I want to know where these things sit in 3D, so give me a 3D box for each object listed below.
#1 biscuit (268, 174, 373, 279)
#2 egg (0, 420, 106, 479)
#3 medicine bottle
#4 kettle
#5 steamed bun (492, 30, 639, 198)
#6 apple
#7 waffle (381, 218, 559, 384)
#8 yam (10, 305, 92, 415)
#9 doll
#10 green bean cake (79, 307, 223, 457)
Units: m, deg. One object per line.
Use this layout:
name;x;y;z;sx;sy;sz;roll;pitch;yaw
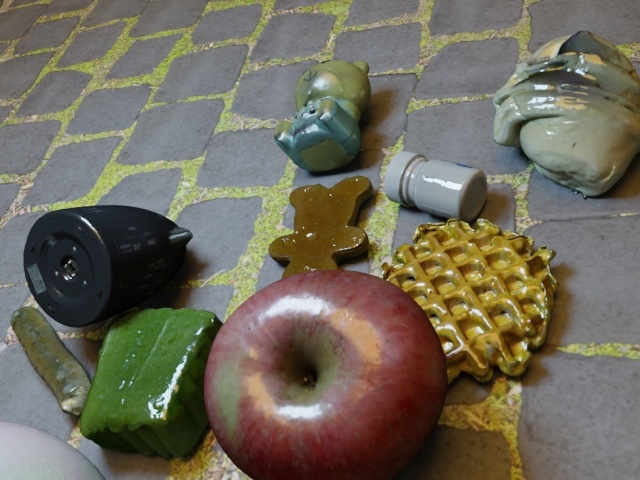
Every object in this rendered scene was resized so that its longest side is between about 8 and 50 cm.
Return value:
biscuit;0.000;0.000;1.322;0.196;0.049;0.302;-9;46;21
egg;-0.486;0.398;0.937;0.354;0.340;0.355;-10;46;11
medicine bottle;0.213;-0.100;1.289;0.168;0.105;0.105;20;58;35
kettle;-0.399;0.034;1.327;0.268;0.207;0.290;-17;2;28
steamed bun;0.455;-0.251;1.264;0.275;0.206;0.320;-32;48;-12
apple;0.012;0.202;0.981;0.344;0.269;0.345;-7;69;19
waffle;0.222;0.088;1.132;0.302;0.068;0.325;10;52;29
yam;-0.503;0.220;1.306;0.071;0.067;0.317;-49;47;-7
doll;0.019;-0.279;1.498;0.177;0.161;0.261;-23;41;33
green bean cake;-0.275;0.235;1.161;0.222;0.125;0.248;-2;46;23
